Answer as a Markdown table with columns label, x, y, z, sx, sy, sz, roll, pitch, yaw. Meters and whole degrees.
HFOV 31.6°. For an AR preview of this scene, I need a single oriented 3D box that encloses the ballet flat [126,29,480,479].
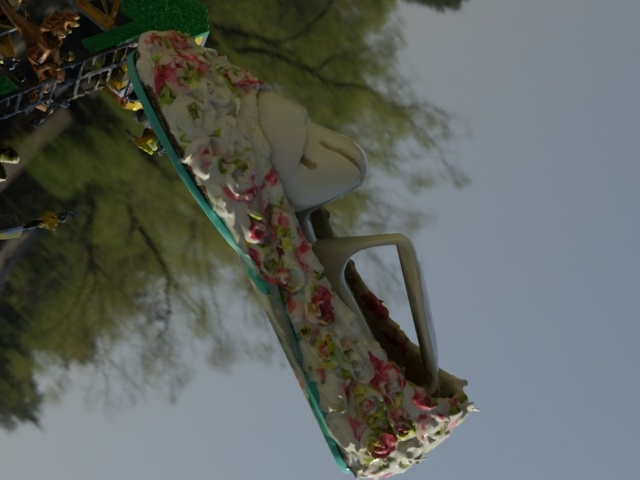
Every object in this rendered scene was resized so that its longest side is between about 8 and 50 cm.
| label | x | y | z | sx | sy | sz | roll | pitch | yaw |
| --- | --- | --- | --- | --- | --- | --- | --- | --- | --- |
| ballet flat | 0.000 | 0.000 | 0.526 | 0.077 | 0.241 | 0.091 | -24 | -165 | 14 |

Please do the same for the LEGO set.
| label | x | y | z | sx | sy | sz | roll | pitch | yaw |
| --- | --- | --- | --- | --- | --- | --- | --- | --- | --- |
| LEGO set | -0.246 | -0.086 | 0.731 | 0.331 | 0.255 | 0.192 | -47 | 168 | -49 |
